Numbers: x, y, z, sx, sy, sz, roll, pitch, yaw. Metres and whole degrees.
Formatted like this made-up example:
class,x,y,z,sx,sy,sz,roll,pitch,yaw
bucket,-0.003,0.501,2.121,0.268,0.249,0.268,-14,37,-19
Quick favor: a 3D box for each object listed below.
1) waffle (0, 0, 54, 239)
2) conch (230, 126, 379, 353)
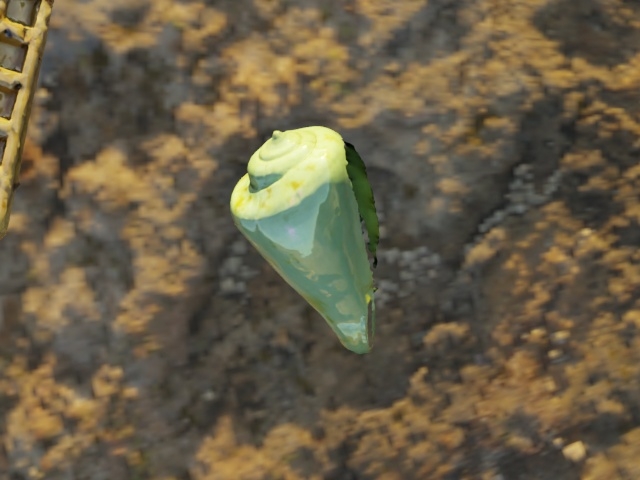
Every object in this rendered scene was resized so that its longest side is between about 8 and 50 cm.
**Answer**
class,x,y,z,sx,sy,sz,roll,pitch,yaw
waffle,-0.454,-0.205,2.090,0.114,0.261,0.376,-8,70,61
conch,0.007,-0.017,1.852,0.137,0.250,0.143,-36,42,7
